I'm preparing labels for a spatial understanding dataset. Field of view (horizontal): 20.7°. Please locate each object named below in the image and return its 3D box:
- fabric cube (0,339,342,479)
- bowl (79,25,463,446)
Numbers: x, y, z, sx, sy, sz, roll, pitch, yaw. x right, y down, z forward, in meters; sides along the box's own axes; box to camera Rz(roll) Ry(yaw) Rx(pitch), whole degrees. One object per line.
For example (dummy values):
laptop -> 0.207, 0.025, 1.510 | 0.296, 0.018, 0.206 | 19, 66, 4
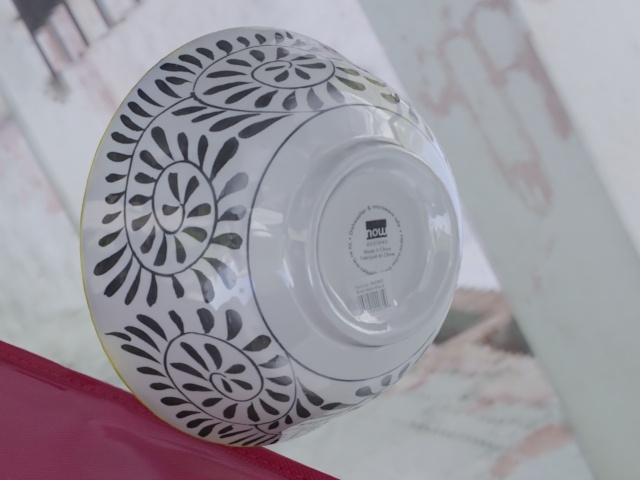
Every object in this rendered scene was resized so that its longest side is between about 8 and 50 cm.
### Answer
fabric cube -> -0.157, 0.211, 0.678 | 0.254, 0.258, 0.259 | 21, -158, 18
bowl -> 0.000, 0.000, 0.674 | 0.170, 0.170, 0.080 | -32, -160, -32
